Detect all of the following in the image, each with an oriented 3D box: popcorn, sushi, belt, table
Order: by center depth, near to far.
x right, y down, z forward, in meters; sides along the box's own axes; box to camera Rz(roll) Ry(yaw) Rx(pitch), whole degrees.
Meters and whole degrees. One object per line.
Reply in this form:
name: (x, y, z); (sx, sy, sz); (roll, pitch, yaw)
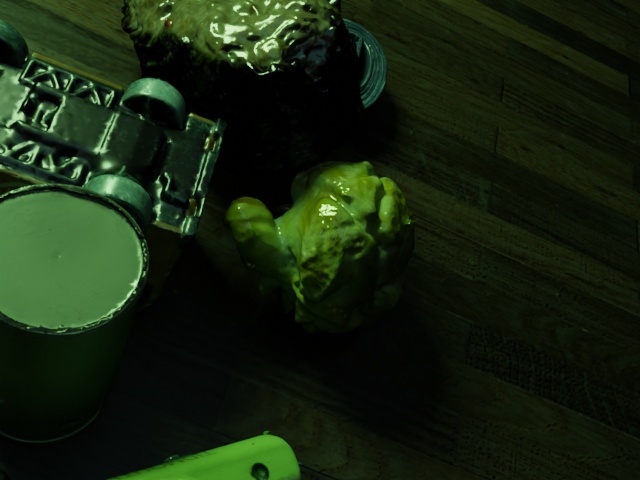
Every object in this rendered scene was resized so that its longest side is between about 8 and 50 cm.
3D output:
table: (-0.217, 0.068, 0.571); (0.126, 0.220, 0.126); (12, 53, -16)
popcorn: (0.000, 0.000, 0.743); (0.212, 0.198, 0.198); (3, 56, -14)
sushi: (-0.091, -0.220, 0.796); (0.211, 0.171, 0.350); (-26, 44, -18)
belt: (0.017, -0.230, 0.976); (0.141, 0.082, 0.190); (31, 51, -8)

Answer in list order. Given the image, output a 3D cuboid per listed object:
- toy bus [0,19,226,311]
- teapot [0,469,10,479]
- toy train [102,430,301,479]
toy bus: (-0.275, -0.071, 0.664); (0.323, 0.194, 0.162); (19, 52, -14)
teapot: (-0.329, 0.137, 0.506); (0.269, 0.173, 0.182); (48, 54, -29)
toy train: (-0.131, 0.210, 0.529); (0.253, 0.157, 0.105); (-3, 58, -43)
